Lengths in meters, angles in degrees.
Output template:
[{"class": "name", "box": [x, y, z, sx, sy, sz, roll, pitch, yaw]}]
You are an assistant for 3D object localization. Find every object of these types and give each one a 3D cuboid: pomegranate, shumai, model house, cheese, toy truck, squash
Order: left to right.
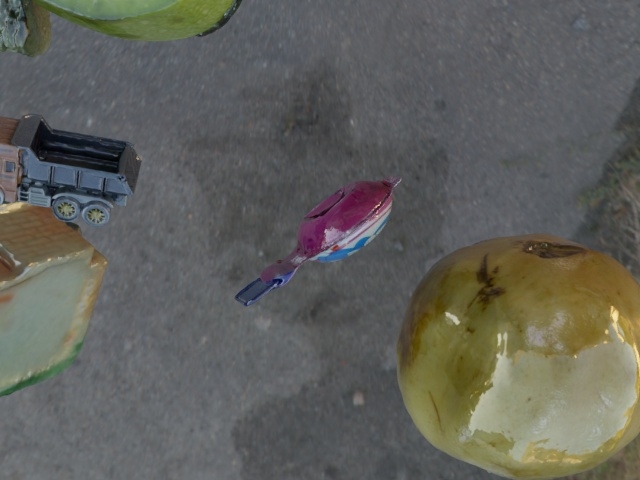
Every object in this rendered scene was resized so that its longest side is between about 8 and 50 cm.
[{"class": "model house", "box": [-0.502, 0.048, 1.491, 0.280, 0.312, 0.245, 35, 121, 26]}, {"class": "shumai", "box": [-0.248, -0.171, 0.807, 0.080, 0.083, 0.082, 1, 68, 5]}, {"class": "toy truck", "box": [-0.309, -0.084, 1.262, 0.192, 0.083, 0.092, 9, 125, -7]}, {"class": "squash", "box": [-0.147, -0.164, 0.706, 0.192, 0.085, 0.184, 20, 154, 0]}, {"class": "cheese", "box": [0.000, 0.000, 1.298, 0.244, 0.155, 0.062, -39, 103, -11]}, {"class": "pomegranate", "box": [0.263, 0.150, 1.374, 0.332, 0.332, 0.333, -1, 113, -1]}]
